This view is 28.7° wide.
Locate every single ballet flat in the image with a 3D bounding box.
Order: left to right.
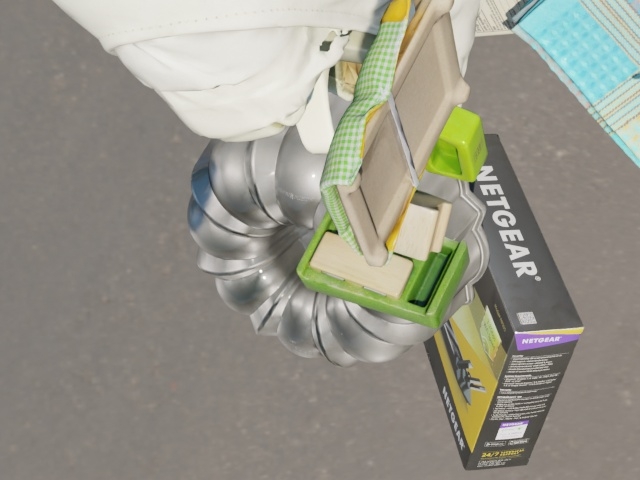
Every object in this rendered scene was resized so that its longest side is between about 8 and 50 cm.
[{"bbox_3d":[-0.016,-0.116,0.723,0.139,0.400,0.139,2,94,33],"label":"ballet flat"}]

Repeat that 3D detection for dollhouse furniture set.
[{"bbox_3d":[0.013,-0.025,0.425,0.059,0.151,0.076,19,70,21],"label":"dollhouse furniture set"}]

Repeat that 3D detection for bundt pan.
[{"bbox_3d":[0.000,0.000,1.282,0.331,0.124,0.331,19,134,20],"label":"bundt pan"}]

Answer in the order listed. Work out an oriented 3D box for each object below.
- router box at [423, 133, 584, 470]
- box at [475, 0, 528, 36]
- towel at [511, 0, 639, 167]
[{"bbox_3d":[0.185,0.067,1.433,0.243,0.081,0.309,100,162,-44],"label":"router box"},{"bbox_3d":[0.255,-0.323,1.391,0.232,0.148,0.127,0,67,26],"label":"box"},{"bbox_3d":[0.400,-0.165,1.245,0.370,0.040,0.271,48,129,-1],"label":"towel"}]
